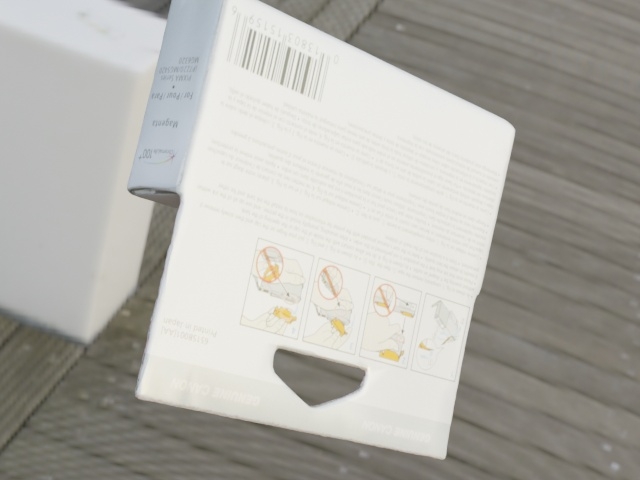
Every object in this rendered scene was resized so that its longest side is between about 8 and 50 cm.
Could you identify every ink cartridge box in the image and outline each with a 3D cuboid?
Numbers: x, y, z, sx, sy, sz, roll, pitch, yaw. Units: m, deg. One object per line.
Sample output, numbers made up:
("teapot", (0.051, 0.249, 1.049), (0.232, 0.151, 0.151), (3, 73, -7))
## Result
("ink cartridge box", (0.000, 0.000, 0.862), (0.275, 0.239, 0.060), (19, -8, -42))
